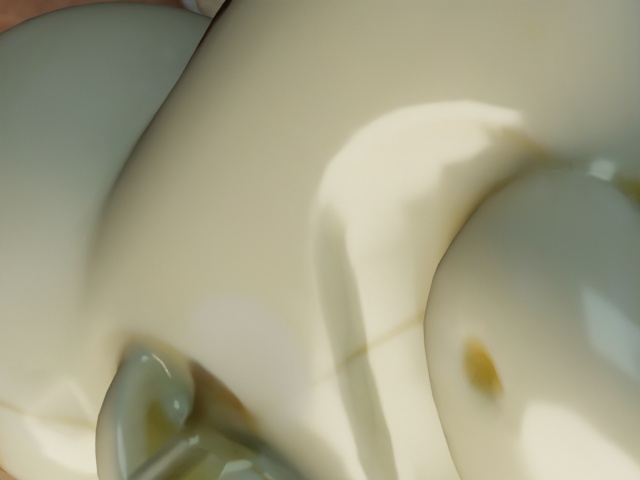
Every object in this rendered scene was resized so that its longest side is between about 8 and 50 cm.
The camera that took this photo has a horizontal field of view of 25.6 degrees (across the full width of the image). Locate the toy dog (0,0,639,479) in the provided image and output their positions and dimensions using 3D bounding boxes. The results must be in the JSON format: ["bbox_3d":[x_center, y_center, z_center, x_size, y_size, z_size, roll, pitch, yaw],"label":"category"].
[{"bbox_3d":[0.000,0.000,0.491,0.407,0.284,0.395,-10,121,40],"label":"toy dog"}]
